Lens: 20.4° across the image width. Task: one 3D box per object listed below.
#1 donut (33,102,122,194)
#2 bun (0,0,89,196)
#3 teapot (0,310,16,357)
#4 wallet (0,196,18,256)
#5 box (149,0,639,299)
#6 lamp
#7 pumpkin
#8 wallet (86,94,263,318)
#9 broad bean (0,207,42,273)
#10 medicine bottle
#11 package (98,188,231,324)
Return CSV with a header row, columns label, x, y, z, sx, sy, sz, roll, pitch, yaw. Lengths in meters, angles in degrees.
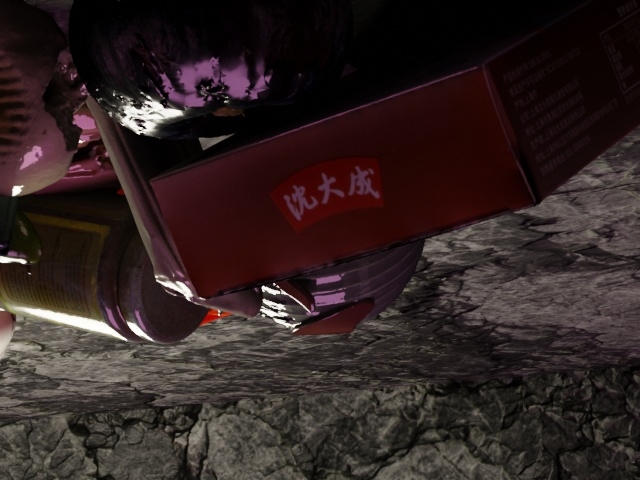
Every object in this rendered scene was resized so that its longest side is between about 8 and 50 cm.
label,x,y,z,sx,sy,sz,roll,pitch,yaw
donut,-0.272,-0.108,1.779,0.199,0.085,0.233,-8,166,11
bun,-0.268,-0.130,1.501,0.193,0.178,0.128,16,-161,33
teapot,-0.544,0.126,2.470,0.300,0.165,0.208,-7,-152,30
wallet,-0.404,-0.066,1.546,0.290,0.054,0.251,22,-165,-12
box,0.102,-0.101,1.570,0.345,0.122,0.385,-17,-170,35
lamp,0.003,-0.013,1.894,0.233,0.233,0.265,0,-154,-19
pumpkin,-0.090,-0.173,1.449,0.233,0.163,0.233,-10,171,-2
wallet,-0.135,-0.058,1.671,0.068,0.274,0.335,-22,170,8
broad bean,-0.369,-0.060,1.708,0.052,0.256,0.053,-49,-174,7
medicine bottle,-0.273,0.016,1.917,0.322,0.151,0.151,11,177,35
package,-0.216,0.025,2.230,0.196,0.123,0.424,-18,161,32
